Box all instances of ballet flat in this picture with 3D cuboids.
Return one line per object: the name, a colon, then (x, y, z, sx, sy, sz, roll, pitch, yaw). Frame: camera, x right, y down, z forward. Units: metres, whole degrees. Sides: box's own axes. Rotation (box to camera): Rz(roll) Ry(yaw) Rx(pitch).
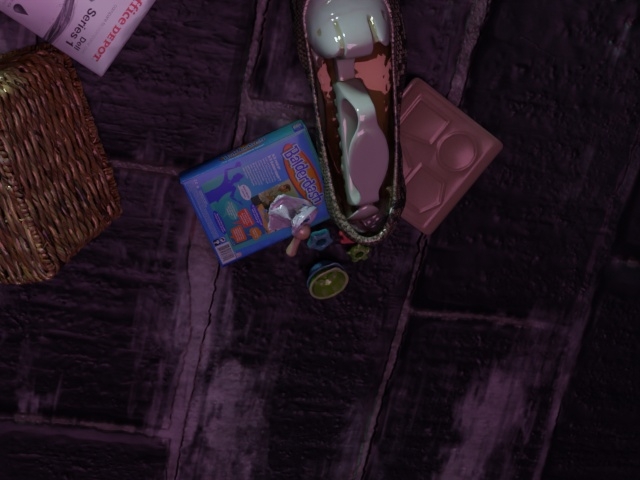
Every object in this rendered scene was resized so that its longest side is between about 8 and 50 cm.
ballet flat: (0.054, -0.219, 1.702, 0.164, 0.182, 0.483, -8, 106, 0)

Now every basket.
basket: (-0.460, -0.109, 1.720, 0.213, 0.223, 0.299, -5, 117, 26)

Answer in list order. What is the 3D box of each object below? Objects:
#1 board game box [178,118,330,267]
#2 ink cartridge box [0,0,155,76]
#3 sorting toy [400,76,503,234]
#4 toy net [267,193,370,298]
board game box: (-0.092, -0.073, 1.835, 0.210, 0.047, 0.160, -24, 115, -1)
ink cartridge box: (-0.350, -0.357, 1.640, 0.219, 0.092, 0.160, 33, 103, -21)
sorting toy: (0.160, -0.133, 1.874, 0.208, 0.038, 0.193, 34, 102, -26)
toy net: (0.000, 0.000, 1.842, 0.122, 0.045, 0.232, -29, 140, 5)
